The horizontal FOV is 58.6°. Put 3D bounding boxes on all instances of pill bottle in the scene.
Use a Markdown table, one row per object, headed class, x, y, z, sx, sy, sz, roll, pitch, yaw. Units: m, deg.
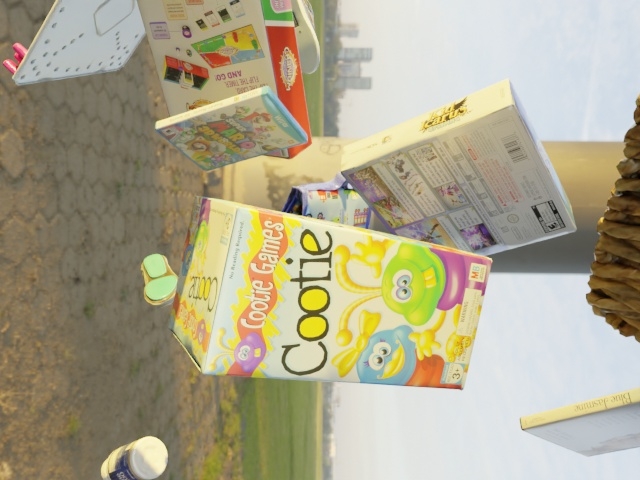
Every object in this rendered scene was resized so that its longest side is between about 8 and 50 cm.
| class | x | y | z | sx | sy | sz | roll | pitch | yaw |
| --- | --- | --- | --- | --- | --- | --- | --- | --- | --- |
| pill bottle | -0.315 | 0.375 | 0.955 | 0.120 | 0.067 | 0.067 | -31 | -136 | 35 |

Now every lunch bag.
| class | x | y | z | sx | sy | sz | roll | pitch | yaw |
| --- | --- | --- | --- | --- | --- | --- | --- | --- | --- |
| lunch bag | 0.000 | 0.000 | 1.175 | 0.221 | 0.138 | 0.293 | -6 | 124 | -48 |

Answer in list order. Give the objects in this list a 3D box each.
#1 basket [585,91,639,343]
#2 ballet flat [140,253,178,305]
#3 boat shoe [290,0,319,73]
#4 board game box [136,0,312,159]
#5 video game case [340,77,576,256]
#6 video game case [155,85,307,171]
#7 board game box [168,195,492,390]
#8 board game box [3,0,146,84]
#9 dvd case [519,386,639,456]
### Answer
| class | x | y | z | sx | sy | sz | roll | pitch | yaw |
| --- | --- | --- | --- | --- | --- | --- | --- | --- | --- |
| basket | 0.335 | -0.014 | 0.278 | 0.299 | 0.223 | 0.213 | 37 | -40 | 46 |
| ballet flat | -0.321 | 0.095 | 1.161 | 0.213 | 0.072 | 0.068 | -133 | -151 | -59 |
| boat shoe | -0.034 | -0.444 | 1.209 | 0.083 | 0.065 | 0.183 | -30 | 104 | -65 |
| board game box | -0.148 | -0.287 | 0.838 | 0.064 | 0.242 | 0.316 | -43 | 135 | -43 |
| video game case | 0.202 | -0.075 | 0.825 | 0.269 | 0.244 | 0.061 | 45 | 38 | -38 |
| video game case | -0.116 | -0.144 | 0.764 | 0.119 | 0.166 | 0.015 | 43 | 39 | -57 |
| board game box | 0.010 | 0.053 | 0.577 | 0.144 | 0.275 | 0.142 | 17 | -84 | 63 |
| board game box | -0.468 | -0.521 | 1.254 | 0.390 | 0.050 | 0.390 | -43 | -175 | 26 |
| dvd case | 0.432 | 0.245 | 0.777 | 0.253 | 0.180 | 0.022 | -33 | -140 | 40 |
